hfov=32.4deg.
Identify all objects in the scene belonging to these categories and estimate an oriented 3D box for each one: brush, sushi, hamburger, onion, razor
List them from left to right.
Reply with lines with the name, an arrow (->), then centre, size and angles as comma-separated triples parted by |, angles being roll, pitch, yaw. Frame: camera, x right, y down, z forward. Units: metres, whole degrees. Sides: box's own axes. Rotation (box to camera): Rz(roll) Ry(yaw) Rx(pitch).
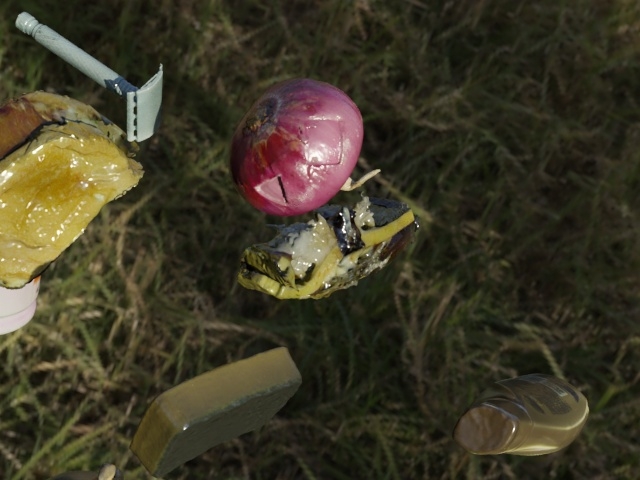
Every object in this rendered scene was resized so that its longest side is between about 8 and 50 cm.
hamburger -> -0.412, -0.081, 1.526 | 0.132, 0.309, 0.211 | 40, -10, 51
razor -> -0.308, -0.236, 1.457 | 0.232, 0.106, 0.068 | 36, 59, 11
brush -> -0.120, 0.200, 1.295 | 0.197, 0.123, 0.059 | -19, 64, -39
onion -> -0.029, -0.109, 1.319 | 0.177, 0.153, 0.177 | -12, 43, 12
sushi -> 0.001, 0.007, 1.558 | 0.291, 0.131, 0.139 | -28, 25, -37

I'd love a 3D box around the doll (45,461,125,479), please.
doll -> -0.309, 0.503, 1.582 | 0.247, 0.247, 0.349 | -1, 70, -35

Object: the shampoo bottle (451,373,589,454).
shampoo bottle -> 0.272, 0.237, 1.481 | 0.126, 0.084, 0.350 | 30, 10, 23

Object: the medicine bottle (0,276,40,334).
medicine bottle -> -0.579, -0.015, 1.907 | 0.202, 0.315, 0.202 | 12, 26, -6
